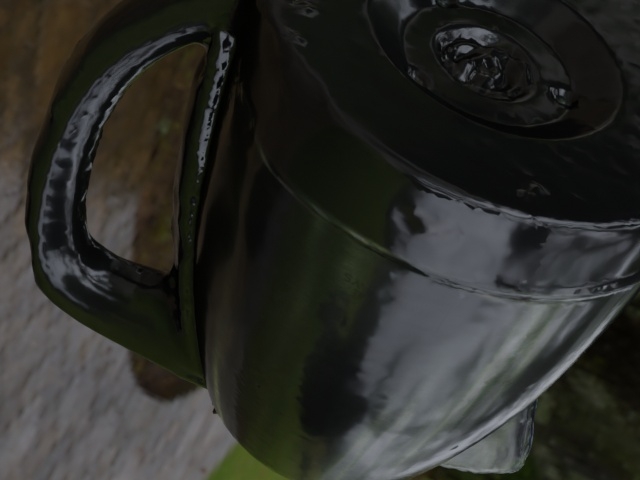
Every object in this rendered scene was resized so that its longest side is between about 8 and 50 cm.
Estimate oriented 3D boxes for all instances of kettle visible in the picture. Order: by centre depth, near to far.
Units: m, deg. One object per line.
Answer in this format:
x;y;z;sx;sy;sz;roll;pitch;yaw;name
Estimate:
0.012;0.011;0.714;0.271;0.251;0.207;113;-34;-42;kettle
